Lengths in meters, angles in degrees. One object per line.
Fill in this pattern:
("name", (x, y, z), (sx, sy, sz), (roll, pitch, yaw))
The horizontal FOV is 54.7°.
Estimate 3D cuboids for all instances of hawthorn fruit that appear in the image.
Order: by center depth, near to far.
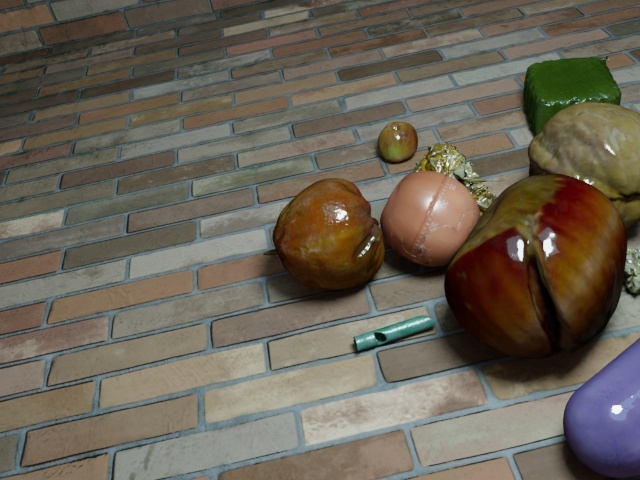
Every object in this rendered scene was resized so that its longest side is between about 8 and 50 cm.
("hawthorn fruit", (0.000, 0.000, 1.508), (0.298, 0.277, 0.277), (-17, 42, 8))

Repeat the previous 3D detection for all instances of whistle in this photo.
("whistle", (0.167, 0.209, 1.406), (0.186, 0.039, 0.039), (-16, 43, -7))

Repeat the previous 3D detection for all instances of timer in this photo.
("timer", (0.268, -0.052, 1.517), (0.214, 0.230, 0.230), (30, 54, 12))

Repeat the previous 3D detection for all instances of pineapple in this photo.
("pineapple", (0.326, -0.159, 1.669), (0.161, 0.158, 0.334), (-26, 46, -15))

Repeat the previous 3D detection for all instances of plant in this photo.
("plant", (0.705, 0.075, 1.425), (0.122, 0.105, 0.116), (-22, -7, 35))

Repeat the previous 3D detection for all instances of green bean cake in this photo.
("green bean cake", (0.752, -0.430, 1.868), (0.246, 0.156, 0.250), (-5, 43, 8))

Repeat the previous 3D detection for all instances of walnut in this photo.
("walnut", (0.671, -0.190, 1.528), (0.306, 0.306, 0.344), (-18, 41, -7))

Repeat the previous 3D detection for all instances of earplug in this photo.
("earplug", (0.643, 0.263, 1.138), (0.455, 0.215, 0.215), (-29, 46, -14))

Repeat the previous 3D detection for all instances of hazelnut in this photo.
("hazelnut", (0.459, 0.054, 1.295), (0.359, 0.359, 0.409), (17, 58, 27))

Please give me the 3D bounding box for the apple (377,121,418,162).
("apple", (0.235, -0.300, 1.878), (0.126, 0.102, 0.126), (-6, 44, 6))
